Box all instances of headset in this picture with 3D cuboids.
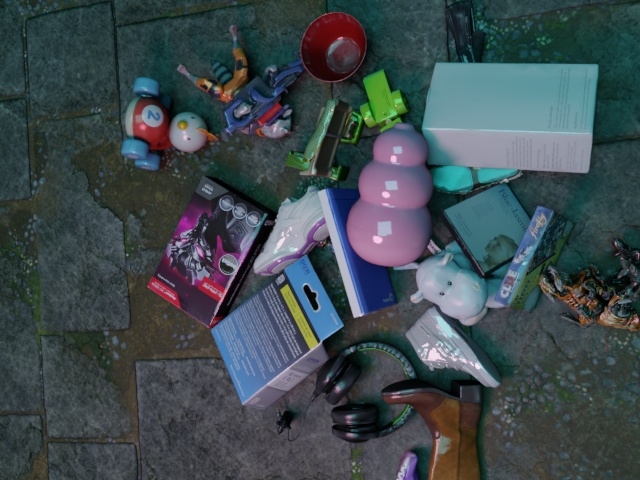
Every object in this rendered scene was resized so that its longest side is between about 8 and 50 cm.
[{"bbox_3d":[0.066,0.416,1.945,0.394,0.185,0.243,-24,86,2],"label":"headset"}]

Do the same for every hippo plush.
[{"bbox_3d":[0.332,0.069,1.780,0.294,0.236,0.234,39,102,15],"label":"hippo plush"}]

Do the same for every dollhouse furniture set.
[{"bbox_3d":[-0.014,-0.265,1.864,0.151,0.301,0.198,20,98,15],"label":"dollhouse furniture set"}]

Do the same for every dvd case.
[{"bbox_3d":[0.415,-0.031,1.767,0.180,0.253,0.022,58,142,11],"label":"dvd case"}]

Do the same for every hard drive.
[{"bbox_3d":[0.097,0.025,1.873,0.040,0.210,0.319,-19,84,27],"label":"hard drive"}]

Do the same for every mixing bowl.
[{"bbox_3d":[0.047,-0.500,1.953,0.181,0.098,0.181,0,90,18],"label":"mixing bowl"}]

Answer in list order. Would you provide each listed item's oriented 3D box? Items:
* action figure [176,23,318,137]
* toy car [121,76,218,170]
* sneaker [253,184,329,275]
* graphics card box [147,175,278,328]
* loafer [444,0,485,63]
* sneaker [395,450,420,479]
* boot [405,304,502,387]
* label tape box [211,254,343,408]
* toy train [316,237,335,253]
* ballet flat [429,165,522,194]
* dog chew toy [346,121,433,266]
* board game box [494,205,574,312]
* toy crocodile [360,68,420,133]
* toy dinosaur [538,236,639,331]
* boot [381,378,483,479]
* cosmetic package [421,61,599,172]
[{"bbox_3d":[-0.175,-0.425,2.029,0.341,0.178,0.330,-36,84,-15],"label":"action figure"},{"bbox_3d":[-0.404,-0.314,2.063,0.238,0.210,0.219,7,80,6],"label":"toy car"},{"bbox_3d":[-0.076,-0.021,1.977,0.305,0.114,0.152,-42,59,26],"label":"sneaker"},{"bbox_3d":[-0.303,0.032,2.071,0.232,0.094,0.371,32,99,16],"label":"graphics card box"},{"bbox_3d":[0.378,-0.500,1.853,0.078,0.076,0.223,-19,80,25],"label":"loafer"},{"bbox_3d":[0.237,0.657,1.892,0.104,0.095,0.236,9,97,12],"label":"sneaker"},{"bbox_3d":[0.332,0.294,1.866,0.123,0.095,0.258,-48,68,19],"label":"boot"},{"bbox_3d":[-0.097,0.242,1.949,0.347,0.115,0.249,-39,55,13],"label":"label tape box"},{"bbox_3d":[0.000,0.000,2.003,0.158,0.027,0.036,22,100,18],"label":"toy train"},{"bbox_3d":[0.389,-0.165,1.847,0.241,0.077,0.091,-5,94,20],"label":"ballet flat"},{"bbox_3d":[0.174,-0.111,1.744,0.206,0.206,0.332,11,104,18],"label":"dog chew toy"},{"bbox_3d":[0.510,0.048,1.755,0.042,0.165,0.243,28,97,35],"label":"board game box"},{"bbox_3d":[0.195,-0.283,1.907,0.115,0.105,0.341,-26,75,17],"label":"toy crocodile"},{"bbox_3d":[0.685,0.123,1.732,0.322,0.164,0.218,16,114,-18],"label":"toy dinosaur"},{"bbox_3d":[0.278,0.493,1.850,0.264,0.096,0.280,1,93,-15],"label":"boot"},{"bbox_3d":[0.448,-0.294,1.749,0.385,0.156,0.217,6,61,21],"label":"cosmetic package"}]
